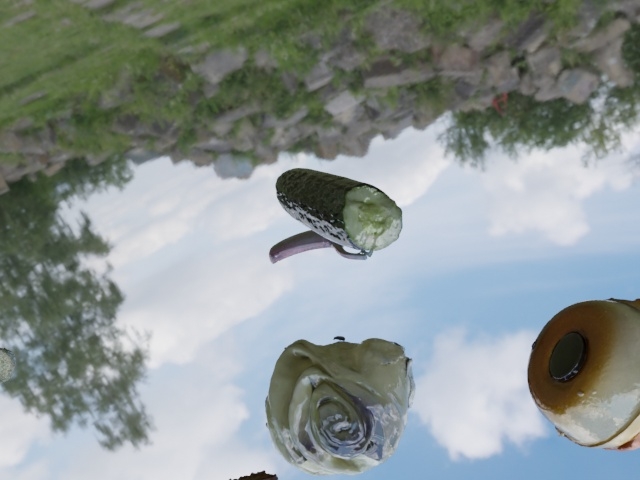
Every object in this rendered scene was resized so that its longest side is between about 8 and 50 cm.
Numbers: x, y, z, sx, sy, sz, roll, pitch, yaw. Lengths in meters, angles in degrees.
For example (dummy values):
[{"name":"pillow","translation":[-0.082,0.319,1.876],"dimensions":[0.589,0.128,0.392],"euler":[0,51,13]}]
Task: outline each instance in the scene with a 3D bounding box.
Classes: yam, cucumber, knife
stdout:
[{"name":"yam","translation":[-0.589,0.187,1.218],"dimensions":[0.274,0.061,0.061],"euler":[0,-155,33]},{"name":"cucumber","translation":[0.005,-0.044,0.920],"dimensions":[0.074,0.074,0.241],"euler":[-30,-155,-19]},{"name":"knife","translation":[-0.001,-0.002,1.436],"dimensions":[0.278,0.053,0.123],"euler":[-10,-149,43]}]

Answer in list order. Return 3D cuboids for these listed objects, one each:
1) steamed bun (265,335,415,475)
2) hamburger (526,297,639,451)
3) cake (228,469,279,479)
[{"name":"steamed bun","translation":[0.044,0.386,1.742],"dimensions":[0.394,0.346,0.237],"euler":[-43,-164,11]},{"name":"hamburger","translation":[0.397,0.188,1.100],"dimensions":[0.237,0.147,0.237],"euler":[-52,-157,32]},{"name":"cake","translation":[-0.199,0.599,1.687],"dimensions":[0.295,0.112,0.116],"euler":[-15,-143,-37]}]
